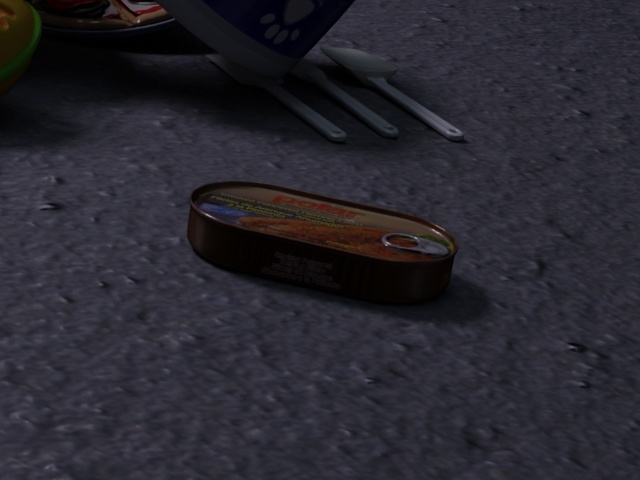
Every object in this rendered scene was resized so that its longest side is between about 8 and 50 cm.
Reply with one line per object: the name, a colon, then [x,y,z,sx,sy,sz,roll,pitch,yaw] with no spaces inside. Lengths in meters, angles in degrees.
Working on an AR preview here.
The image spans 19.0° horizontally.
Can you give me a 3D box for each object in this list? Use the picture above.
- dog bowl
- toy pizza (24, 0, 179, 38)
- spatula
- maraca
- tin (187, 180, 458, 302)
dog bowl: [-0.092,-0.273,1.711,0.265,0.104,0.265,41,17,-15]
toy pizza: [-0.211,-0.246,1.864,0.201,0.032,0.201,0,27,0]
spatula: [0.019,-0.136,1.739,0.168,0.019,0.242,-1,22,-29]
maraca: [-0.299,-0.142,1.506,0.127,0.099,0.185,18,47,29]
tin: [0.000,0.000,1.329,0.190,0.040,0.106,13,24,9]
